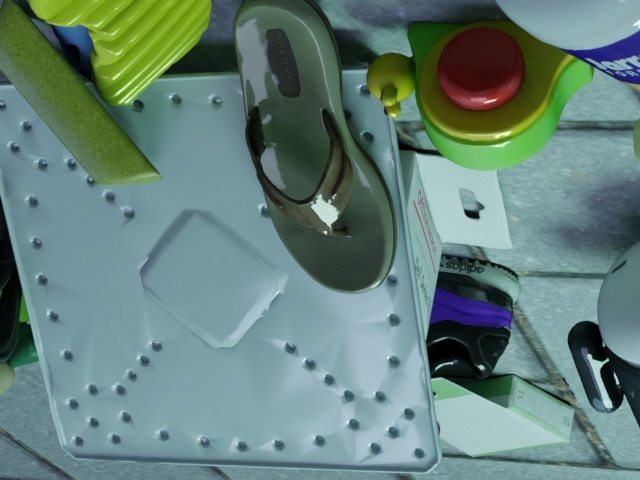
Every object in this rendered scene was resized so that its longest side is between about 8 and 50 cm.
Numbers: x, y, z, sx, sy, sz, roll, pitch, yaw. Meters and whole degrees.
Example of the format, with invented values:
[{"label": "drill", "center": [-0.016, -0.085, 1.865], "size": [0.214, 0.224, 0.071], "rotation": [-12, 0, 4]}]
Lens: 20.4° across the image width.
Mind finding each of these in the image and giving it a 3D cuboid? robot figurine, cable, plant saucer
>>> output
[{"label": "robot figurine", "center": [0.372, 0.113, 1.717], "size": [0.278, 0.209, 0.173], "rotation": [62, 171, -32]}, {"label": "cable", "center": [-0.315, 0.016, 1.732], "size": [0.072, 0.287, 0.139], "rotation": [-17, 143, 23]}, {"label": "plant saucer", "center": [-0.211, -0.112, 1.472], "size": [0.188, 0.045, 0.188], "rotation": [51, 176, -7]}]

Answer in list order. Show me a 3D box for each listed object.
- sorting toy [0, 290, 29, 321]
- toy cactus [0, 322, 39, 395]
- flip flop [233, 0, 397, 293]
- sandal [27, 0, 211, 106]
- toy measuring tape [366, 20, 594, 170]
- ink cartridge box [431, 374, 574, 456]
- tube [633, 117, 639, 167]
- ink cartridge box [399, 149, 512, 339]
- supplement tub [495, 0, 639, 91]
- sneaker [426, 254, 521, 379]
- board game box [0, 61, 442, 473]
[{"label": "sorting toy", "center": [-0.321, -0.001, 1.961], "size": [0.126, 0.127, 0.365], "rotation": [-30, 147, 14]}, {"label": "toy cactus", "center": [-0.374, 0.145, 2.188], "size": [0.219, 0.180, 0.112], "rotation": [-3, 128, 42]}, {"label": "flip flop", "center": [-0.014, -0.072, 1.471], "size": [0.112, 0.080, 0.277], "rotation": [-3, 119, 22]}, {"label": "sandal", "center": [-0.179, -0.209, 1.374], "size": [0.138, 0.126, 0.317], "rotation": [44, 173, 18]}, {"label": "toy measuring tape", "center": [0.194, -0.109, 1.407], "size": [0.330, 0.121, 0.121], "rotation": [4, 157, 15]}, {"label": "ink cartridge box", "center": [0.178, 0.203, 2.230], "size": [0.235, 0.056, 0.171], "rotation": [31, 150, -33]}, {"label": "tube", "center": [0.372, -0.095, 1.436], "size": [0.240, 0.062, 0.070], "rotation": [-12, -171, 34]}, {"label": "ink cartridge box", "center": [0.000, 0.000, 1.745], "size": [0.353, 0.119, 0.207], "rotation": [5, 156, 15]}, {"label": "supplement tub", "center": [0.241, -0.191, 1.025], "size": [0.331, 0.241, 0.241], "rotation": [23, 155, -27]}, {"label": "sneaker", "center": [0.059, 0.089, 1.894], "size": [0.293, 0.146, 0.102], "rotation": [5, 157, 13]}, {"label": "board game box", "center": [-0.094, 0.027, 1.629], "size": [0.390, 0.050, 0.390], "rotation": [-1, 113, 21]}]
